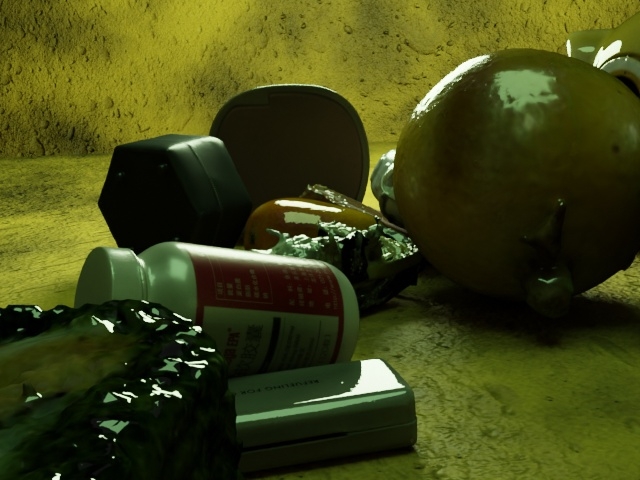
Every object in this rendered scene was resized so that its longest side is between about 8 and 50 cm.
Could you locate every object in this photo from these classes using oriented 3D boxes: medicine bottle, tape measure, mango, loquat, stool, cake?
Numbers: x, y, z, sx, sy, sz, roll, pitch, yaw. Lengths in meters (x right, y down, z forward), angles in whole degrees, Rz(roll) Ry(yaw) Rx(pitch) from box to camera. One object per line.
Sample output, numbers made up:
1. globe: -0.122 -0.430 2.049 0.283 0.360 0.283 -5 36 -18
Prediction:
1. medicine bottle: -0.094 0.072 0.780 0.250 0.131 0.131 8 5 -33
2. tape measure: 0.175 -0.067 1.275 0.236 0.120 0.197 20 19 -23
3. mango: -0.002 0.001 1.209 0.221 0.120 0.151 6 12 3
4. loquat: 0.259 -0.057 1.016 0.328 0.328 0.359 -3 48 1
5. stool: -0.235 -0.059 1.318 0.232 0.232 0.141 6 17 35
6. cake: 0.080 -0.021 1.334 0.295 0.113 0.116 12 17 11

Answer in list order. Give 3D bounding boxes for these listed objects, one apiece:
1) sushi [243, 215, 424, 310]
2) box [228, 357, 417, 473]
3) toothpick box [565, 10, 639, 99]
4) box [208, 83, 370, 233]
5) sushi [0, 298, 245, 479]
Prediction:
1. sushi: -0.001 0.031 1.049 0.291 0.131 0.139 -16 30 -41
2. box: -0.045 0.153 0.707 0.243 0.055 0.103 -7 13 -12
3. toothpick box: 0.600 -0.180 1.237 0.425 0.409 0.409 -1 12 35
4. box: -0.061 -0.144 1.541 0.301 0.301 0.216 -4 6 -2
5. sushi: -0.201 0.167 0.412 0.294 0.178 0.352 -2 16 15
